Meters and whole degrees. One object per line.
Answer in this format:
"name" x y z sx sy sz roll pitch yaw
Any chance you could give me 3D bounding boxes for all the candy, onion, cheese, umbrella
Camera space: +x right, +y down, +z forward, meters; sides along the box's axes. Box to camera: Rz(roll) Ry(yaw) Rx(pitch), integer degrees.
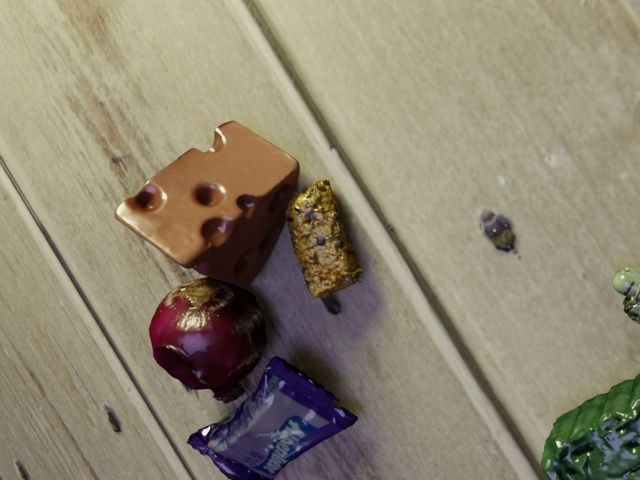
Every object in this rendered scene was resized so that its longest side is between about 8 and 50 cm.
"candy" -0.075 0.269 0.931 0.145 0.070 0.275 37 124 -8
"onion" -0.159 0.159 0.912 0.173 0.135 0.198 2 109 33
"cheese" -0.122 -0.055 0.813 0.128 0.203 0.177 34 89 19
"umbrella" 0.349 0.069 0.624 0.144 0.062 0.067 31 115 14

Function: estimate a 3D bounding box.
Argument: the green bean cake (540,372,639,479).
"green bean cake" 0.350 0.232 0.643 0.208 0.107 0.193 -44 71 29

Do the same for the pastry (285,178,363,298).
"pastry" 0.000 0.000 0.810 0.080 0.056 0.140 -20 93 23
